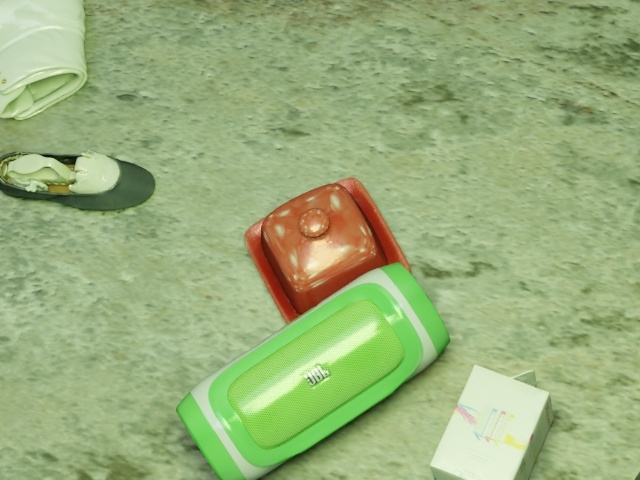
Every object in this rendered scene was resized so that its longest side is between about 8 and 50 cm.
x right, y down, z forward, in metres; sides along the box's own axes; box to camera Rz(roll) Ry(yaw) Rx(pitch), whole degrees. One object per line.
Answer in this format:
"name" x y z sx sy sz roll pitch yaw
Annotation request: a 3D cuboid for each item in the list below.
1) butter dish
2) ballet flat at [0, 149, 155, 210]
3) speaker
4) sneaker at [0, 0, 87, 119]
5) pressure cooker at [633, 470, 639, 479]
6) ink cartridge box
"butter dish" 0.000 0.000 1.926 0.160 0.118 0.160 -27 65 -2
"ballet flat" -0.304 -0.078 2.039 0.203 0.074 0.074 5 67 11
"speaker" -0.008 0.149 1.858 0.296 0.131 0.131 -33 65 -6
"sneaker" -0.436 -0.227 2.108 0.292 0.108 0.169 -12 62 3
"pressure cooker" 0.502 0.287 1.567 0.375 0.420 0.370 -2 43 -14
"ink cartridge box" 0.190 0.210 1.815 0.090 0.092 0.143 20 70 18
